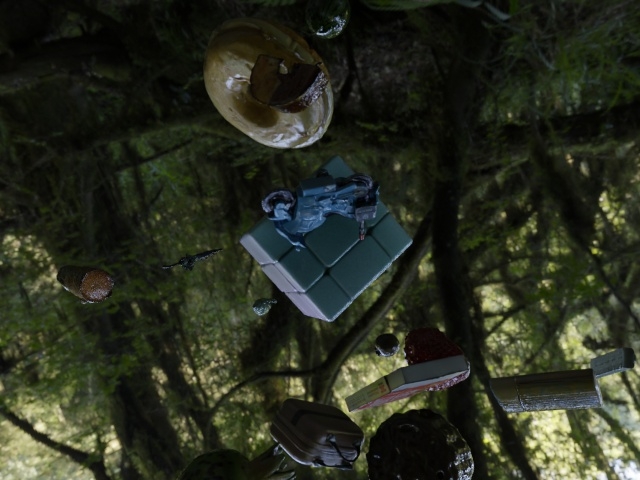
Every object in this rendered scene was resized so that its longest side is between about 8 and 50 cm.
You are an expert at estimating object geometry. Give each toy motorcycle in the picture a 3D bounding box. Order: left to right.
[{"bbox_3d":[0.004,-0.070,1.287,0.273,0.182,0.123,-11,-133,-8],"label":"toy motorcycle"}]

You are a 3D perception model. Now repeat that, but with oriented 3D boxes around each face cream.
[{"bbox_3d":[0.644,0.436,1.595,0.285,0.139,0.067,-14,-153,27],"label":"face cream"}]

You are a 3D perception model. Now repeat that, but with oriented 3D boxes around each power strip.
[{"bbox_3d":[0.847,0.366,1.635,0.027,0.060,0.252,11,158,3],"label":"power strip"}]

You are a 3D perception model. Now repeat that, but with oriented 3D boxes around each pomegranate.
[{"bbox_3d":[-0.213,0.592,1.342,0.286,0.230,0.231,-35,-168,-22],"label":"pomegranate"}]

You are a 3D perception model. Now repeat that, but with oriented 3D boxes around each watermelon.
[{"bbox_3d":[0.016,-0.684,1.708,0.141,0.141,0.187,-13,-134,47],"label":"watermelon"}]

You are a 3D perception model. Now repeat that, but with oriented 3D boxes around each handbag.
[{"bbox_3d":[0.014,0.651,1.820,0.302,0.149,0.283,29,-178,-41],"label":"handbag"}]

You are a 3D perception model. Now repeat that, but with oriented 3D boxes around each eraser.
[{"bbox_3d":[0.168,0.291,1.118,0.158,0.038,0.230,-3,154,-29],"label":"eraser"}]

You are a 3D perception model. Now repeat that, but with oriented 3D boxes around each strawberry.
[{"bbox_3d":[0.448,0.465,2.172,0.258,0.260,0.261,-14,-172,14],"label":"strawberry"}]

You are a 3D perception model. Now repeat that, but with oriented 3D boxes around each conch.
[{"bbox_3d":[-0.222,0.250,2.177,0.088,0.065,0.180,-49,166,13],"label":"conch"}]

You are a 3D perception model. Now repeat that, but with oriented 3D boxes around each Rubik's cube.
[{"bbox_3d":[0.000,0.000,1.535,0.322,0.316,0.319,-44,-174,-12],"label":"Rubik's cube"}]

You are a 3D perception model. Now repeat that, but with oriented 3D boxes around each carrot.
[{"bbox_3d":[-0.682,0.107,1.563,0.263,0.101,0.102,9,-155,43],"label":"carrot"}]

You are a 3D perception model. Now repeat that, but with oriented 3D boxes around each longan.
[{"bbox_3d":[0.285,0.459,2.421,0.119,0.106,0.106,-43,180,16],"label":"longan"}]

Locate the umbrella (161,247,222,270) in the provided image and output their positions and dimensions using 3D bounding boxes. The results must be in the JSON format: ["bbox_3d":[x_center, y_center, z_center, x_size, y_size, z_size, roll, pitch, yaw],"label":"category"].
[{"bbox_3d":[-0.311,0.047,1.426,0.044,0.043,0.269,-4,-173,22],"label":"umbrella"}]

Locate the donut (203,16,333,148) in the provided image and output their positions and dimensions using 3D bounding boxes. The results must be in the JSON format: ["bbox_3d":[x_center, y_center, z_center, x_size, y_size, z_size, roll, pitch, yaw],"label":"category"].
[{"bbox_3d":[-0.161,-0.465,1.686,0.449,0.449,0.198,-13,-145,47],"label":"donut"}]

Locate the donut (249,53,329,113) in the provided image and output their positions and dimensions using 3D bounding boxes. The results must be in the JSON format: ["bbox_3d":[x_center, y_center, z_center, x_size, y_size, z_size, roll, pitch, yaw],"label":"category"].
[{"bbox_3d":[-0.084,-0.383,1.382,0.217,0.141,0.085,30,-178,36],"label":"donut"}]

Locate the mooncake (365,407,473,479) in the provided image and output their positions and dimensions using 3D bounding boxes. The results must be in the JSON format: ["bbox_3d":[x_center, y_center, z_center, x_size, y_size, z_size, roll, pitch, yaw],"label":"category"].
[{"bbox_3d":[0.305,0.704,1.755,0.324,0.323,0.187,-16,162,30],"label":"mooncake"}]
